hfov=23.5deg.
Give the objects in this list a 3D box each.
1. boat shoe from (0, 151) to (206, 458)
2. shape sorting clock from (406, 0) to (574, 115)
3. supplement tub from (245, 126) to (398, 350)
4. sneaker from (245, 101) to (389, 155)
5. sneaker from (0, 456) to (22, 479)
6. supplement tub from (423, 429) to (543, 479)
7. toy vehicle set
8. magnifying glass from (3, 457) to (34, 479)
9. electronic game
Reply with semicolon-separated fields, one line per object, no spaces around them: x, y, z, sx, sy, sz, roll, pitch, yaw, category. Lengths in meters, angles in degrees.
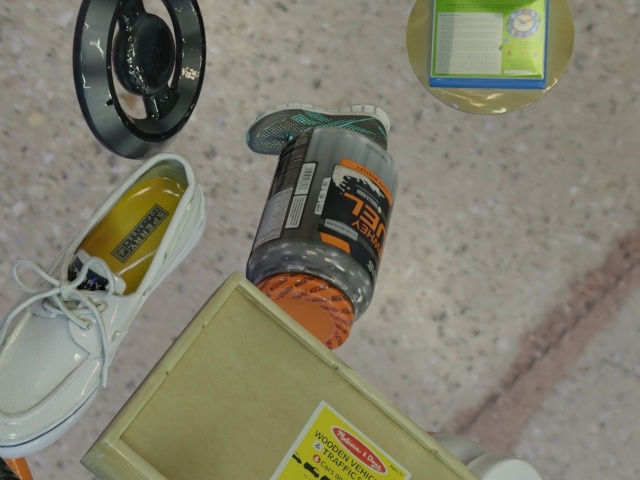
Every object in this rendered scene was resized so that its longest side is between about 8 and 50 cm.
-0.239;0.054;1.581;0.367;0.136;0.156;-51;168;-20;boat shoe
0.208;-0.251;1.890;0.206;0.206;0.040;-50;166;-4;shape sorting clock
0.000;0.000;1.385;0.117;0.117;0.190;49;40;-36;supplement tub
0.000;-0.114;1.731;0.166;0.076;0.065;-5;130;-5;sneaker
-0.262;0.218;1.240;0.086;0.192;0.064;43;81;-16;sneaker
0.057;0.266;1.429;0.191;0.272;0.191;-5;97;-52;supplement tub
0.002;0.160;0.949;0.267;0.035;0.166;41;46;-3;toy vehicle set
-0.324;0.340;1.791;0.026;0.092;0.231;-20;91;-25;magnifying glass
-0.193;-0.202;1.666;0.229;0.048;0.229;-22;116;-58;electronic game
